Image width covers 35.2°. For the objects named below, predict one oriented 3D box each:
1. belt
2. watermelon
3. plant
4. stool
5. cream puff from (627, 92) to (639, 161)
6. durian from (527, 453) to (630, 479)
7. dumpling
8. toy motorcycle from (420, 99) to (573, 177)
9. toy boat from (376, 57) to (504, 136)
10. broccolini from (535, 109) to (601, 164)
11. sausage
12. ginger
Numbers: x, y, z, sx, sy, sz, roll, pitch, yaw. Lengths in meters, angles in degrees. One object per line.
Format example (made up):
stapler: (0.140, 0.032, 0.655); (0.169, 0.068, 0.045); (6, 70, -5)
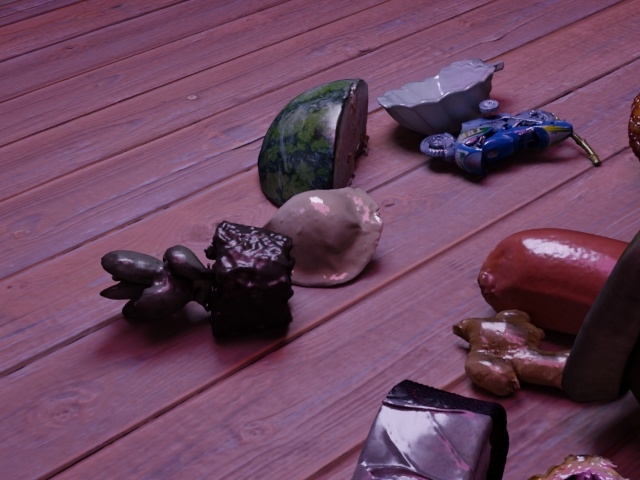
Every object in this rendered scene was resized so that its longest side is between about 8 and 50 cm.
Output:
belt: (0.108, 0.275, 0.999); (0.164, 0.184, 0.289); (13, 42, 20)
watermelon: (-0.002, -0.160, 1.752); (0.224, 0.180, 0.305); (-40, 18, 35)
plant: (-0.171, 0.052, 1.424); (0.275, 0.146, 0.149); (-2, 35, 7)
stool: (0.461, 0.098, 1.101); (0.310, 0.310, 0.226); (-24, 55, -26)
cream puff: (0.629, -0.186, 1.644); (0.240, 0.164, 0.240); (-14, 46, 15)
durian: (0.287, 0.334, 0.951); (0.191, 0.112, 0.341); (-29, 30, -17)
dumpling: (-0.001, 0.002, 1.530); (0.111, 0.181, 0.155); (10, 46, -51)
toy motorcycle: (0.307, -0.175, 1.755); (0.255, 0.092, 0.135); (-16, 34, -9)
toy boat: (0.234, -0.263, 1.877); (0.199, 0.100, 0.290); (5, 28, 43)
broccolini: (0.430, -0.190, 1.799); (0.054, 0.052, 0.194); (-22, 36, -17)
sausage: (0.341, 0.056, 1.342); (0.254, 0.148, 0.148); (19, 40, 33)
ginger: (0.274, 0.142, 1.292); (0.214, 0.058, 0.133); (-1, 37, 10)
